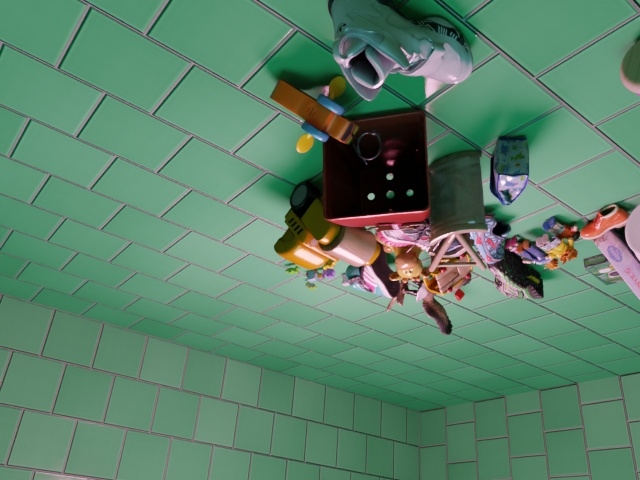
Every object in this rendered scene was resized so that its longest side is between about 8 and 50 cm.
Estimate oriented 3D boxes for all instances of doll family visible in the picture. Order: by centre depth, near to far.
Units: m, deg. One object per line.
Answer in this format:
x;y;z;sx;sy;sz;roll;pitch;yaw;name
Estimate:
0.752;0.037;1.944;0.163;0.118;0.263;22;149;-24;doll family

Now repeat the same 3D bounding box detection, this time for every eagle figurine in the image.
0.438;0.210;2.248;0.299;0.225;0.226;22;134;-9;eagle figurine

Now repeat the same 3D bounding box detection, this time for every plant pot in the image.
0.166;-0.159;1.560;0.268;0.266;0.236;-4;164;15;plant pot

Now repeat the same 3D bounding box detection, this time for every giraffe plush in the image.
0.291;0.052;1.987;0.210;0.170;0.182;28;143;-36;giraffe plush

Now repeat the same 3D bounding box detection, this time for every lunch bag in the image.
0.506;-0.185;1.570;0.097;0.128;0.151;2;153;14;lunch bag

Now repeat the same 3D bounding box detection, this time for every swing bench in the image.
0.382;-0.077;1.655;0.165;0.253;0.254;-3;150;13;swing bench

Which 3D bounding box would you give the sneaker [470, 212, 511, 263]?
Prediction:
0.571;-0.006;1.913;0.125;0.104;0.262;-16;145;30;sneaker

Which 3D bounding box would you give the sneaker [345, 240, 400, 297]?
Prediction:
0.163;0.092;2.144;0.179;0.123;0.295;2;134;39;sneaker

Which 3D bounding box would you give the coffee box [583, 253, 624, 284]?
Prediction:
1.042;0.103;2.101;0.184;0.040;0.113;27;145;-34;coffee box

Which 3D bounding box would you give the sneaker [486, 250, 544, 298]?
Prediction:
0.693;0.147;2.139;0.146;0.134;0.344;-17;145;35;sneaker

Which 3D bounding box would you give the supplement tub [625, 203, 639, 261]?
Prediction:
1.090;0.014;1.728;0.332;0.240;0.241;24;146;-30;supplement tub

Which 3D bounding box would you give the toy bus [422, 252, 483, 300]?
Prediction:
0.460;0.105;2.098;0.202;0.190;0.104;20;177;-34;toy bus

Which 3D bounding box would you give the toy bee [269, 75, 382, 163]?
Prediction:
0.021;-0.278;1.419;0.195;0.298;0.162;-37;171;18;toy bee

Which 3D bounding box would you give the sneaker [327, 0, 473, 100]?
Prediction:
0.167;-0.372;1.197;0.366;0.210;0.137;21;148;-27;sneaker

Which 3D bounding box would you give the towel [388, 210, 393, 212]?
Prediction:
0.238;-0.091;1.884;0.067;0.029;0.119;12;151;-11;towel

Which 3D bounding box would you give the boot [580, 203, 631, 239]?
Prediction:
0.873;-0.061;1.821;0.085;0.059;0.158;28;136;-30;boot

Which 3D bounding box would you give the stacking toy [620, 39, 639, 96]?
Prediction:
0.801;-0.321;1.286;0.331;0.141;0.141;22;147;-36;stacking toy

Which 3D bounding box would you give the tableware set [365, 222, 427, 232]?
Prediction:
0.211;-0.034;1.622;0.169;0.020;0.141;-4;180;-3;tableware set

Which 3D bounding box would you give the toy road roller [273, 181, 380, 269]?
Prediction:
0.000;0.000;1.775;0.203;0.329;0.240;27;105;-35;toy road roller

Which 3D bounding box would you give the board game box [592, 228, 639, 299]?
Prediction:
1.037;0.116;1.847;0.318;0.318;0.066;25;121;-30;board game box

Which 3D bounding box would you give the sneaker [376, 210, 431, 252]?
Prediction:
0.334;-0.032;1.854;0.300;0.120;0.112;2;149;-19;sneaker

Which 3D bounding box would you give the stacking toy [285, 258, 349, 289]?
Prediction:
-0.002;0.131;2.308;0.221;0.052;0.167;-10;146;29;stacking toy
